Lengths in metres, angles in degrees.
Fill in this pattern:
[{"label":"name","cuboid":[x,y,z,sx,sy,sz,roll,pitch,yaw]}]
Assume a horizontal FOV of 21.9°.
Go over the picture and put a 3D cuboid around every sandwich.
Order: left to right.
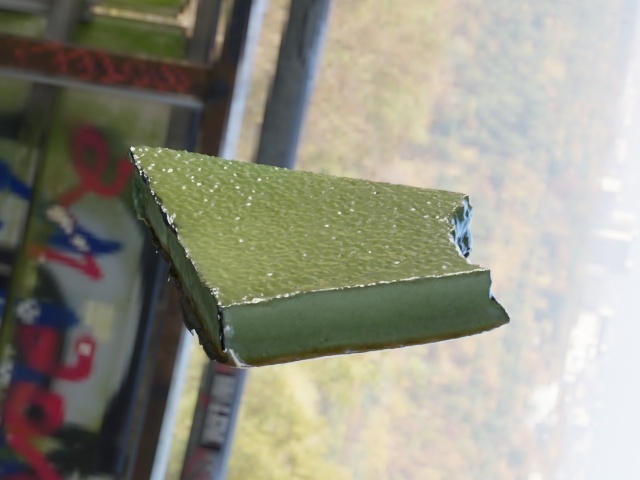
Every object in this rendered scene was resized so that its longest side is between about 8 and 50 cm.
[{"label":"sandwich","cuboid":[0.000,0.000,1.104,0.245,0.212,0.063,-124,-148,-57]}]
